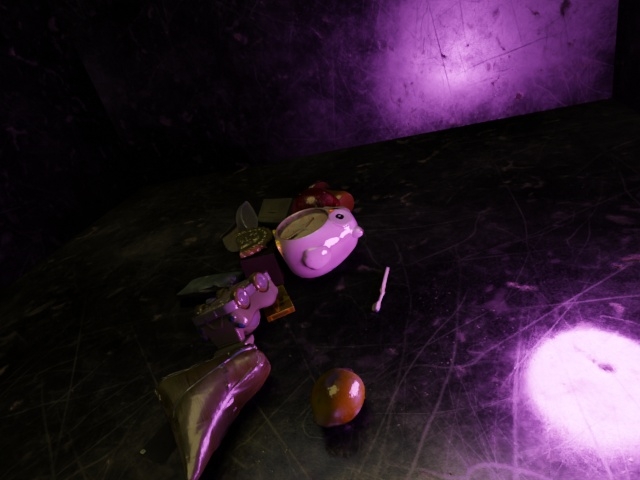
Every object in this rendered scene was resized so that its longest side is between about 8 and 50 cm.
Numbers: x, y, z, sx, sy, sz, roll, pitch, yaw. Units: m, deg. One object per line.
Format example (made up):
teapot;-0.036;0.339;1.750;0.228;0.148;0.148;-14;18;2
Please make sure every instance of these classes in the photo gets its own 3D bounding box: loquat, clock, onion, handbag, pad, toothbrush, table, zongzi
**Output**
loquat;0.045;0.455;1.224;0.152;0.152;0.195;5;42;34
clock;0.000;0.000;1.969;0.377;0.250;0.368;-24;30;0
onion;-0.022;-0.140;2.218;0.277;0.275;0.276;-13;28;7
handbag;-0.518;0.213;2.025;0.333;0.074;0.191;-13;15;15
pad;-0.474;0.614;1.351;0.116;0.004;0.193;4;33;32
toothbrush;0.253;0.192;1.717;0.028;0.026;0.294;-18;24;32
table;-0.262;0.100;2.009;0.173;0.168;0.193;-12;27;7
zongzi;-0.281;0.500;1.279;0.357;0.174;0.393;-23;29;-21

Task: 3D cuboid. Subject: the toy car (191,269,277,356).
toy car;-0.317;0.286;1.686;0.242;0.226;0.336;-25;6;23

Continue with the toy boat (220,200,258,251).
toy boat;-0.448;-0.048;2.373;0.111;0.293;0.276;14;28;-34

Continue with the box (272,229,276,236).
box;-0.266;0.022;2.270;0.141;0.064;0.220;-3;31;20

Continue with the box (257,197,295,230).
box;-0.220;-0.140;2.372;0.232;0.155;0.148;2;70;41

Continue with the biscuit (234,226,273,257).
biscuit;-0.318;-0.010;2.022;0.188;0.036;0.273;-22;27;-11

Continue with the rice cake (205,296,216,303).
rice cake;-0.476;0.268;1.970;0.121;0.021;0.022;-18;18;-3

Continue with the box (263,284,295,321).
box;-0.192;0.266;1.814;0.122;0.030;0.193;-22;27;-10

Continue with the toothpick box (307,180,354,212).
toothpick box;0.046;-0.236;2.458;0.192;0.191;0.295;-34;38;-31
